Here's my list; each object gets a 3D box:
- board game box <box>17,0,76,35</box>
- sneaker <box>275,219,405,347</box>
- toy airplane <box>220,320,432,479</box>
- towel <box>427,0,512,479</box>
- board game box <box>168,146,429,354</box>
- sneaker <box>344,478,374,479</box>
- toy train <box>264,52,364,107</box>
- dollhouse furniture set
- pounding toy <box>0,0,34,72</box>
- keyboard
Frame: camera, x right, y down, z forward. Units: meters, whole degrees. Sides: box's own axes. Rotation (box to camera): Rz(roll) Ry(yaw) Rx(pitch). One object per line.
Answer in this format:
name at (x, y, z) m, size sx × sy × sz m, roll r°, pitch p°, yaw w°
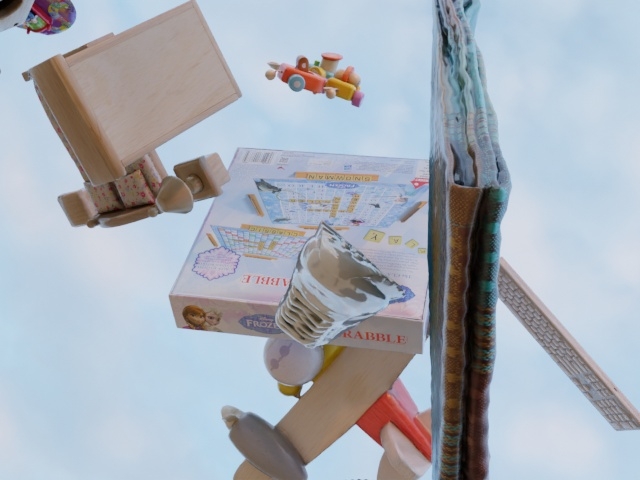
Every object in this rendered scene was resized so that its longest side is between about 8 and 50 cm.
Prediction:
board game box at (-0.476, -0.360, 1.425) m, size 0.133 × 0.168 × 0.033 m, roll 143°, pitch -45°, yaw -58°
sneaker at (0.007, 0.049, 0.758) m, size 0.095 × 0.235 × 0.090 m, roll -43°, pitch -99°, yaw -4°
toy airplane at (0.027, 0.197, 1.307) m, size 0.384 × 0.272 × 0.386 m, roll -2°, pitch -103°, yaw 36°
towel at (0.093, 0.003, 0.600) m, size 0.040 × 0.370 × 0.271 m, roll 0°, pitch -61°, yaw 6°
board game box at (0.000, 0.000, 1.200) m, size 0.318 × 0.318 × 0.066 m, roll 5°, pitch -48°, yaw 12°
sneaker at (0.106, 0.285, 0.747) m, size 0.112 × 0.319 × 0.131 m, roll 10°, pitch -102°, yaw 47°
toy train at (-0.008, -0.206, 1.081) m, size 0.125 × 0.166 × 0.046 m, roll 16°, pitch -74°, yaw -15°
dollhouse furniture set at (-0.276, -0.137, 0.922) m, size 0.355 × 0.174 × 0.303 m, roll -9°, pitch -67°, yaw 45°
pounding toy at (-0.404, -0.293, 1.089) m, size 0.181 × 0.094 × 0.206 m, roll 57°, pitch -35°, yaw -1°
keyboard at (0.275, 0.121, 1.045) m, size 0.256 × 0.014 × 0.072 m, roll 50°, pitch -21°, yaw 5°
